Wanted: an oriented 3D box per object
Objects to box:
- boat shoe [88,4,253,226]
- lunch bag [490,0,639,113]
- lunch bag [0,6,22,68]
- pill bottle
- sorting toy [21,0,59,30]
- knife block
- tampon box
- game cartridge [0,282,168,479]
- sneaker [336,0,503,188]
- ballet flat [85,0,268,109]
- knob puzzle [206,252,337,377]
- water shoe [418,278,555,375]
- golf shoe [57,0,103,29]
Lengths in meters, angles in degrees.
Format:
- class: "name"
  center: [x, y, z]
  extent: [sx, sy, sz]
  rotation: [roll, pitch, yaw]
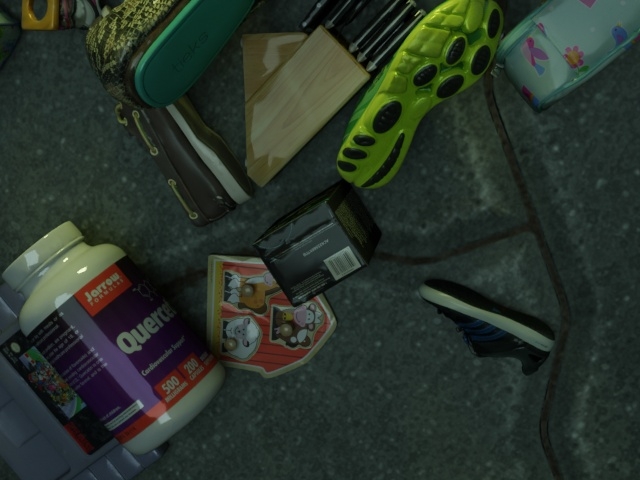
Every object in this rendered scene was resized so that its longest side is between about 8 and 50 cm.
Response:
- class: "boat shoe"
  center: [-0.222, -0.167, 1.362]
  extent: [0.097, 0.116, 0.324]
  rotation: [-33, 101, 12]
- class: "lunch bag"
  center: [0.330, -0.271, 1.186]
  extent: [0.279, 0.224, 0.108]
  rotation: [-39, 90, 12]
- class: "lunch bag"
  center: [-0.511, -0.247, 1.336]
  extent: [0.090, 0.219, 0.176]
  rotation: [38, 107, 0]
- class: "pill bottle"
  center: [-0.296, 0.133, 1.409]
  extent: [0.181, 0.181, 0.323]
  rotation: [-39, 94, 16]
- class: "sorting toy"
  center: [-0.381, -0.450, 1.299]
  extent: [0.196, 0.047, 0.347]
  rotation: [-6, 91, 33]
- class: "knife block"
  center: [0.022, -0.211, 1.319]
  extent: [0.242, 0.088, 0.275]
  rotation: [2, 103, 10]
- class: "tampon box"
  center: [0.000, 0.000, 1.336]
  extent: [0.120, 0.161, 0.101]
  rotation: [-31, 97, 16]
- class: "game cartridge"
  center: [-0.424, 0.246, 1.524]
  extent: [0.230, 0.068, 0.355]
  rotation: [-37, 95, 20]
- class: "sneaker"
  center: [0.113, -0.204, 1.279]
  extent: [0.109, 0.123, 0.295]
  rotation: [30, 117, -22]
- class: "ballet flat"
  center: [-0.106, -0.367, 1.245]
  extent: [0.483, 0.164, 0.182]
  rotation: [-42, 57, -6]
- class: "knob puzzle"
  center: [-0.073, 0.113, 1.444]
  extent: [0.213, 0.030, 0.213]
  rotation: [2, 103, 9]
- class: "water shoe"
  center: [0.221, 0.123, 1.373]
  extent: [0.203, 0.073, 0.080]
  rotation: [24, 108, 4]
- class: "golf shoe"
  center: [-0.336, -0.381, 1.363]
  extent: [0.086, 0.067, 0.186]
  rotation: [-9, 93, -28]
